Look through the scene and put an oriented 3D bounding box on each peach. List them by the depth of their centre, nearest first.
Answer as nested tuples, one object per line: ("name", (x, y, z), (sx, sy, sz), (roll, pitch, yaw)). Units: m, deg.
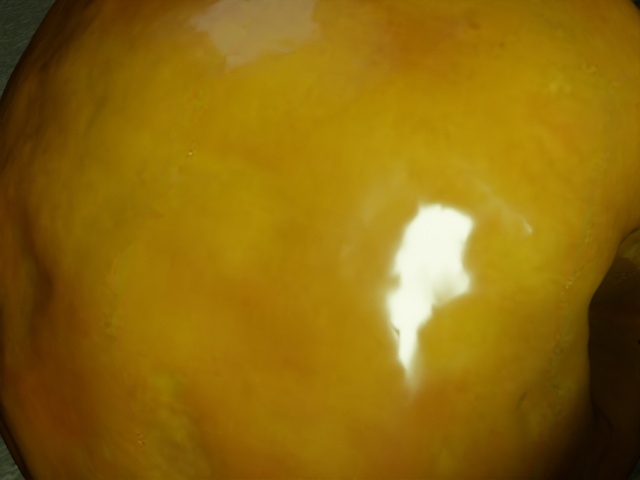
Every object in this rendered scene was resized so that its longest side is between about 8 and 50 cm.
("peach", (0.000, 0.000, 0.895), (0.301, 0.343, 0.343), (15, 38, 25))

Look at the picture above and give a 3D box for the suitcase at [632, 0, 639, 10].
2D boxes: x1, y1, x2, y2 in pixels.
("suitcase", (0.248, -0.146, 1.206), (0.345, 0.188, 0.339), (-11, 23, 25))
